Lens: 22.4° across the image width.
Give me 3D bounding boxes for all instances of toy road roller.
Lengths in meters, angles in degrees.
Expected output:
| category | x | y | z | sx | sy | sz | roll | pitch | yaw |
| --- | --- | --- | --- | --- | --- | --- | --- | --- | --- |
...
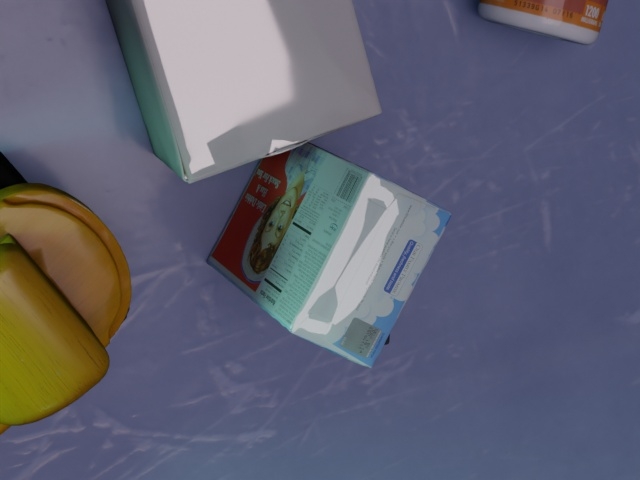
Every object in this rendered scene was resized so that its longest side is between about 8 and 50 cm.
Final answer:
| category | x | y | z | sx | sy | sz | roll | pitch | yaw |
| --- | --- | --- | --- | --- | --- | --- | --- | --- | --- |
| toy road roller | -0.314 | 0.089 | 1.382 | 0.329 | 0.240 | 0.202 | -40 | 111 | -7 |

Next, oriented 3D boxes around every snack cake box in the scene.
| category | x | y | z | sx | sy | sz | roll | pitch | yaw |
| --- | --- | --- | --- | --- | --- | --- | --- | --- | --- |
| snack cake box | 0.000 | 0.000 | 1.457 | 0.089 | 0.264 | 0.152 | 26 | 93 | -23 |

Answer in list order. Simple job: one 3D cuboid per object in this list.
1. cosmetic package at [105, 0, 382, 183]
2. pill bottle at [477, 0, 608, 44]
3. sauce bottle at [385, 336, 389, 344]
| category | x | y | z | sx | sy | sz | roll | pitch | yaw |
| --- | --- | --- | --- | --- | --- | --- | --- | --- | --- |
| cosmetic package | -0.098 | -0.259 | 1.425 | 0.197 | 0.155 | 0.365 | -19 | 108 | -14 |
| pill bottle | 0.234 | -0.304 | 1.547 | 0.121 | 0.121 | 0.216 | 11 | 99 | -21 |
| sauce bottle | 0.059 | 0.041 | 1.607 | 0.042 | 0.042 | 0.128 | -1 | 100 | -19 |
